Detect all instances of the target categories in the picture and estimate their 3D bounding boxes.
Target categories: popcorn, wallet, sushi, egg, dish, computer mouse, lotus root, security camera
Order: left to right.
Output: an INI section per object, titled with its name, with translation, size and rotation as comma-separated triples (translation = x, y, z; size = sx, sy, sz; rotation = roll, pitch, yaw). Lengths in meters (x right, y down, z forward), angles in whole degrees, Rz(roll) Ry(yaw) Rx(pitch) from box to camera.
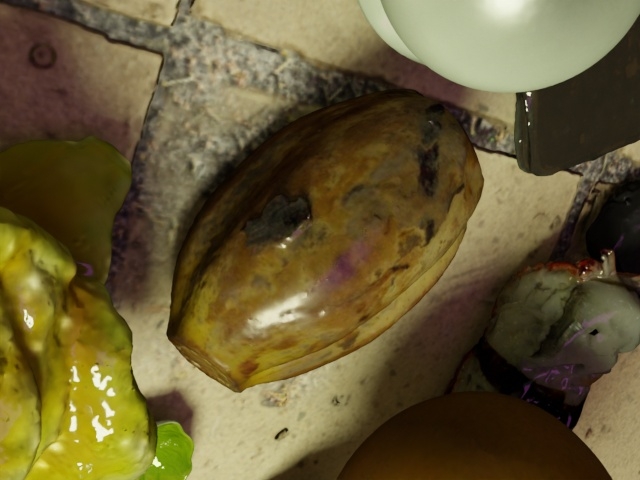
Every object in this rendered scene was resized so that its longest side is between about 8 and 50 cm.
[popcorn]
translation = -0.234, 0.073, 0.521
size = 0.321, 0.290, 0.325
rotation = -43, 107, -2
[dish]
translation = -0.183, 0.196, 0.751
size = 0.137, 0.039, 0.091
rotation = -9, 122, -24
[lotus root]
translation = 0.005, 0.006, 0.681
size = 0.291, 0.193, 0.193
rotation = -37, 125, -9
[egg]
translation = 0.128, 0.304, 0.716
size = 0.283, 0.283, 0.351
rotation = 15, 72, -33
[security camera]
translation = 0.124, -0.197, 0.593
size = 0.195, 0.236, 0.194
rotation = -3, 115, -6
[sushi]
translation = 0.225, 0.144, 0.892
size = 0.124, 0.130, 0.332
rotation = 18, 104, -34
[wallet]
translation = 0.244, -0.216, 0.788
size = 0.165, 0.042, 0.309
rotation = -22, 121, -19
[computer mouse]
translation = 0.374, 0.028, 0.955
size = 0.122, 0.073, 0.217
rotation = -37, 117, -10
